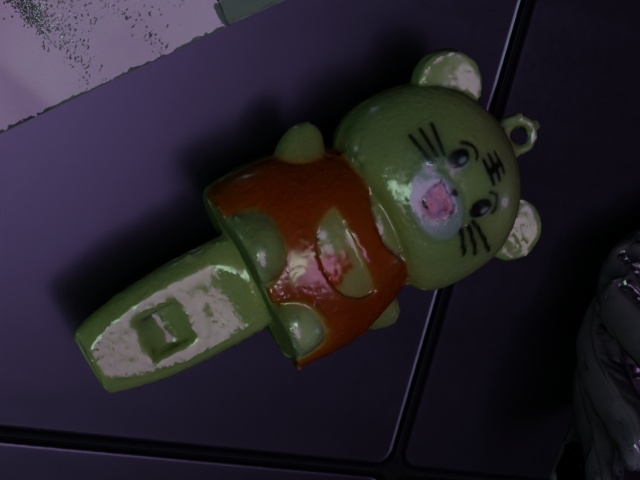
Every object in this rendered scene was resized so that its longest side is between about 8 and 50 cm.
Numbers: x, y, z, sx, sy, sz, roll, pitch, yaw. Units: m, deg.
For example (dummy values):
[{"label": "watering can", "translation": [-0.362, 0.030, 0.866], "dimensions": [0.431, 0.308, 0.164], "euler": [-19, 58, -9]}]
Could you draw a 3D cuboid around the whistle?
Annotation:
[{"label": "whistle", "translation": [0.000, 0.000, 0.805], "dimensions": [0.288, 0.106, 0.131], "euler": [-29, 108, -11]}]

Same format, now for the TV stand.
[{"label": "TV stand", "translation": [-0.072, -0.149, 0.739], "dimensions": [0.269, 0.088, 0.082], "euler": [-27, 115, -11]}]

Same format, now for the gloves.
[{"label": "gloves", "translation": [0.235, 0.051, 0.913], "dimensions": [0.142, 0.119, 0.285], "euler": [46, 73, -27]}]
